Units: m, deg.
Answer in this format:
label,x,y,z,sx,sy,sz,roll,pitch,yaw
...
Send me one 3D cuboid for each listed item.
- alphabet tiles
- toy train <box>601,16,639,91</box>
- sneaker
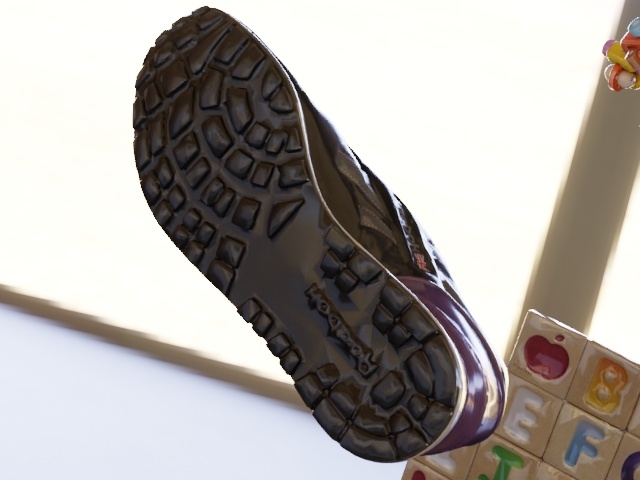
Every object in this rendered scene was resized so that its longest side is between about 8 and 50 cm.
label,x,y,z,sx,sy,sz,roll,pitch,yaw
alphabet tiles,0.192,0.244,1.576,0.285,0.342,0.011,27,21,26
toy train,0.331,-0.149,1.857,0.166,0.046,0.125,47,-12,-26
sneaker,0.000,0.000,1.033,0.283,0.107,0.124,59,22,18
